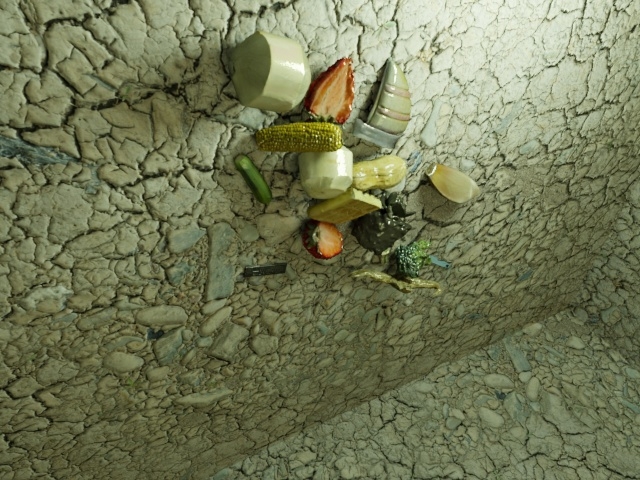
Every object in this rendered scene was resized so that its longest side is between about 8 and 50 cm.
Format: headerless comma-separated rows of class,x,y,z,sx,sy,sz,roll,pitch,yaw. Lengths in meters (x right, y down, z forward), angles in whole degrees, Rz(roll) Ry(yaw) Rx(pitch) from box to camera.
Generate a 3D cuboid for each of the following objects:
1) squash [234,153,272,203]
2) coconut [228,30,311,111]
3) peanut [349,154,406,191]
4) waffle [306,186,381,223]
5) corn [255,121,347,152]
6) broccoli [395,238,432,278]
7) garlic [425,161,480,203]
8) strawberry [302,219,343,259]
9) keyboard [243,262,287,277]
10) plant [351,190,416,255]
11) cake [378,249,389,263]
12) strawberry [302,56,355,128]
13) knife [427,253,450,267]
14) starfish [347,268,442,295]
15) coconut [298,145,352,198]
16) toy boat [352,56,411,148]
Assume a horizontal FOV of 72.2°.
squash,-0.237,-0.215,1.586,0.066,0.066,0.228,-32,136,-1
coconut,-0.155,-0.486,1.270,0.241,0.241,0.241,-17,135,-17
peanut,0.211,-0.264,1.749,0.306,0.147,0.146,-10,133,-23
waffle,0.098,-0.130,1.763,0.221,0.055,0.248,-22,164,30
corn,-0.063,-0.345,1.470,0.311,0.101,0.101,3,135,9
broccoli,0.498,0.070,2.243,0.275,0.177,0.198,-21,130,-44
garlic,0.599,-0.256,2.016,0.318,0.112,0.143,19,94,-34
strawberry,0.000,0.000,1.891,0.111,0.190,0.237,-6,164,32
keyboard,-0.242,0.131,1.941,0.198,0.010,0.063,-4,128,-28
plant,0.275,-0.084,1.927,0.199,0.188,0.276,24,116,-39
cake,0.315,0.074,2.214,0.051,0.055,0.140,-28,155,-8
strawberry,0.025,-0.499,1.463,0.175,0.098,0.228,0,119,-12
knife,0.638,0.111,2.450,0.313,0.019,0.044,17,111,-40
starfish,0.395,0.213,2.211,0.432,0.324,0.082,6,103,-39
coconut,0.019,-0.269,1.593,0.202,0.221,0.202,-4,167,-1
toy boat,0.258,-0.466,1.627,0.276,0.111,0.293,25,103,-51
